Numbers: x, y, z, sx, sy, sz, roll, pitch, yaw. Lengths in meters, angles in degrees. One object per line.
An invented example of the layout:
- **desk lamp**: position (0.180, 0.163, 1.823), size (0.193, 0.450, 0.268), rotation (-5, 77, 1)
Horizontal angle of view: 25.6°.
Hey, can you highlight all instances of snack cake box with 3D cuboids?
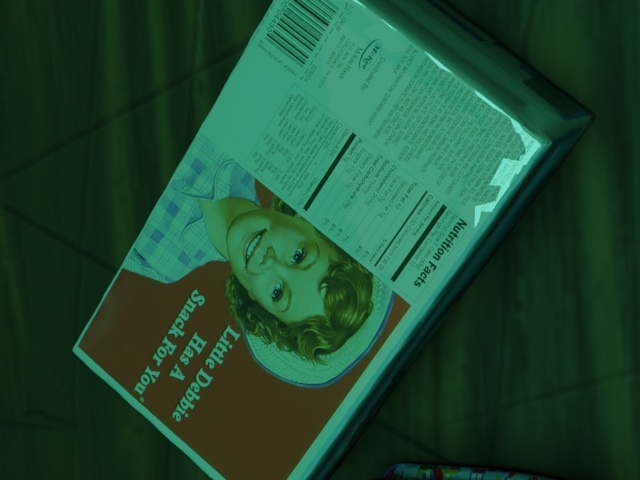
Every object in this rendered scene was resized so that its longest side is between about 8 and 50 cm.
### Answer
- **snack cake box**: position (0.000, 0.000, 0.733), size (0.152, 0.089, 0.264), rotation (39, 116, 12)

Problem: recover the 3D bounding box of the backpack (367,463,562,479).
- **backpack**: position (0.077, 0.216, 0.728), size (0.158, 0.117, 0.173), rotation (-2, 100, 27)
